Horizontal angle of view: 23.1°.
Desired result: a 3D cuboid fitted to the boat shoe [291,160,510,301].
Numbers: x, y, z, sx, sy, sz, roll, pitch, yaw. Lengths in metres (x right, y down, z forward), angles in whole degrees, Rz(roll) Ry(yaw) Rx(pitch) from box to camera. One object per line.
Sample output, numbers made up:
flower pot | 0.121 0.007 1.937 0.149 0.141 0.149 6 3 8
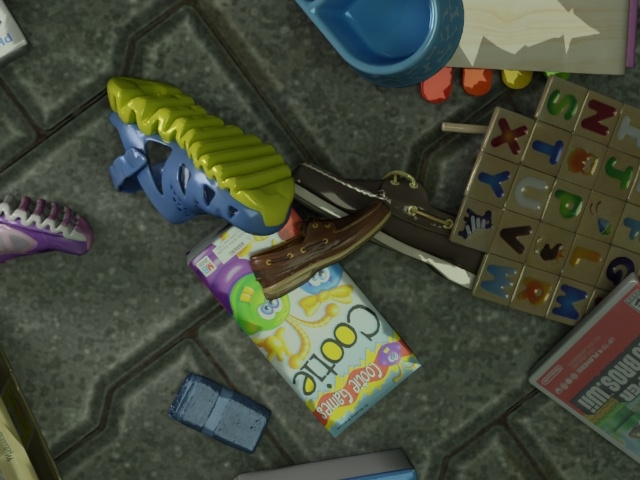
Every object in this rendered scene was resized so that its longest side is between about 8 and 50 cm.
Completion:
boat shoe | 0.109 -0.028 1.933 0.324 0.116 0.097 26 91 -11

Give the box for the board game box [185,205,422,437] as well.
board game box | -0.023 0.082 1.912 0.144 0.142 0.275 -40 97 -1

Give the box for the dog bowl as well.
dog bowl | 0.042 -0.317 1.876 0.166 0.074 0.297 -41 84 16

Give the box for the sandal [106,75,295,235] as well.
sandal | -0.149 -0.078 1.849 0.126 0.317 0.138 -2 117 -42

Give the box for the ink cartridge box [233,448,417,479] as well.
ink cartridge box | 0.026 0.437 1.954 0.223 0.129 0.307 -9 96 -5

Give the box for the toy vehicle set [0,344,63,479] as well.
toy vehicle set | -0.376 0.213 1.876 0.035 0.166 0.267 -24 97 -4

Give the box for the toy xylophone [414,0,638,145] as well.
toy xylophone | 0.241 -0.240 1.942 0.322 0.081 0.236 10 95 -7

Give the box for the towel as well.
towel | -0.126 0.218 1.971 0.119 0.029 0.067 27 92 -7

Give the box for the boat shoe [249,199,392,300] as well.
boat shoe | 0.000 0.000 1.806 0.178 0.064 0.060 -32 98 -3

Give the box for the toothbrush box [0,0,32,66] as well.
toothbrush box | -0.506 -0.302 1.839 0.216 0.126 0.295 -32 97 -4

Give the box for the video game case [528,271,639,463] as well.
video game case | 0.436 0.191 1.978 0.285 0.025 0.204 36 119 -9

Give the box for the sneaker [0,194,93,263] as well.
sneaker | -0.396 -0.002 1.900 0.236 0.095 0.105 9 101 -2

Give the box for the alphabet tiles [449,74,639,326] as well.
alphabet tiles | 0.326 -0.037 1.939 0.342 0.011 0.285 17 96 -28
